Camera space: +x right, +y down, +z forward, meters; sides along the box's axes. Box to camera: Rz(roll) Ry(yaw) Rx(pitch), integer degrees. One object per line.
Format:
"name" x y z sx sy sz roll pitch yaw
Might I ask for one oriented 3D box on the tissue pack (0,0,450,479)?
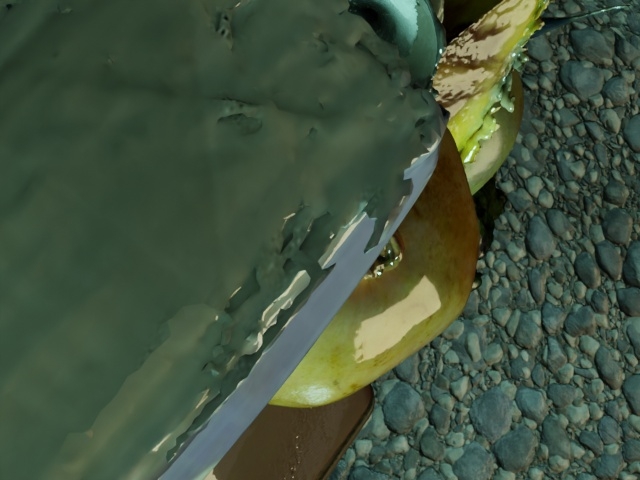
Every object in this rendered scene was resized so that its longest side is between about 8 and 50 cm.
"tissue pack" -0.093 0.036 0.477 0.242 0.125 0.344 -51 -178 -7

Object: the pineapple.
"pineapple" 0.081 -0.152 1.211 0.334 0.158 0.161 -47 -136 13

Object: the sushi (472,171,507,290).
"sushi" 0.049 -0.056 1.646 0.352 0.178 0.294 -9 -140 40

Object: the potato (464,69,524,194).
"potato" 0.042 -0.099 1.370 0.351 0.218 0.202 -45 -141 2

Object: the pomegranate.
"pomegranate" 0.000 0.000 1.004 0.252 0.229 0.270 -24 -177 -20

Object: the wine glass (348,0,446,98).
"wine glass" 0.030 -0.151 0.924 0.122 0.122 0.183 -50 -174 20

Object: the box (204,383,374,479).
"box" -0.122 0.169 1.476 0.339 0.239 0.229 -52 147 -35
